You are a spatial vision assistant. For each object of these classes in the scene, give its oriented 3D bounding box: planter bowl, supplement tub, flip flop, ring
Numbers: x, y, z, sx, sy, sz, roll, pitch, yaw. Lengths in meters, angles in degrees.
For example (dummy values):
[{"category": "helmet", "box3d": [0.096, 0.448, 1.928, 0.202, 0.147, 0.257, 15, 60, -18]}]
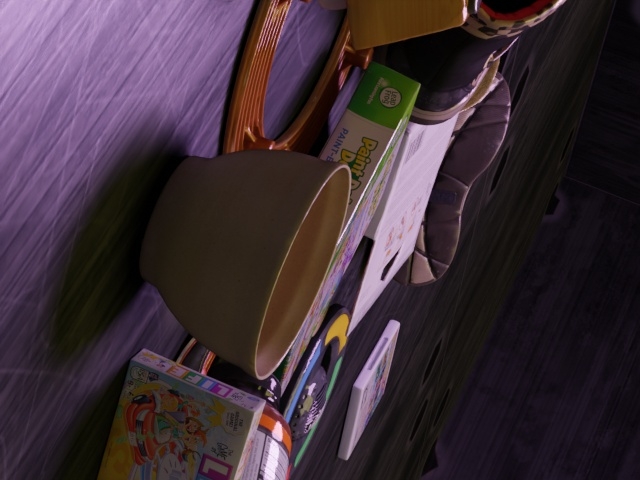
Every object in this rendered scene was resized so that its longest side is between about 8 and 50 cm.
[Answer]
[{"category": "planter bowl", "box3d": [-0.059, 0.002, 1.256, 0.162, 0.109, 0.162, 23, 90, -79]}, {"category": "supplement tub", "box3d": [-0.082, 0.200, 1.489, 0.106, 0.106, 0.198, 98, 2, -52]}, {"category": "flip flop", "box3d": [0.139, -0.080, 2.106, 0.080, 0.112, 0.277, -111, -145, -67]}, {"category": "ring", "box3d": [0.006, -0.175, 1.434, 0.336, 0.032, 0.336, 21, 90, -79]}]

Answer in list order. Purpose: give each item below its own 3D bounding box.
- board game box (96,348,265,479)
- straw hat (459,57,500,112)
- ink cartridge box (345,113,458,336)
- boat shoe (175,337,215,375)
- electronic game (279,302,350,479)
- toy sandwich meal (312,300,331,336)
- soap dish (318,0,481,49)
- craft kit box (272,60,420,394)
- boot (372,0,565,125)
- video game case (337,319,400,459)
[{"category": "board game box", "box3d": [-0.111, 0.170, 1.346, 0.026, 0.103, 0.154, -43, 152, -66]}, {"category": "straw hat", "box3d": [0.101, -0.192, 1.751, 0.061, 0.144, 0.144, 0, -119, 57]}, {"category": "ink cartridge box", "box3d": [0.074, -0.057, 1.919, 0.275, 0.060, 0.239, -47, 157, -63]}, {"category": "boat shoe", "box3d": [-0.109, 0.135, 1.451, 0.049, 0.043, 0.137, 86, 27, -63]}, {"category": "electronic game", "box3d": [-0.020, 0.176, 1.945, 0.229, 0.048, 0.229, 22, 90, -80]}, {"category": "toy sandwich meal", "box3d": [-0.014, 0.069, 1.809, 0.085, 0.029, 0.085, 22, 90, -79]}, {"category": "soap dish", "box3d": [0.091, -0.305, 1.273, 0.229, 0.118, 0.291, 84, 27, -46]}, {"category": "craft kit box", "box3d": [0.000, 0.000, 1.605, 0.250, 0.061, 0.246, 106, 8, -67]}, {"category": "boot", "box3d": [0.179, -0.298, 1.586, 0.377, 0.138, 0.284, -61, -176, -13]}, {"category": "video game case", "box3d": [0.068, 0.210, 2.513, 0.143, 0.019, 0.157, -58, 164, -44]}]
